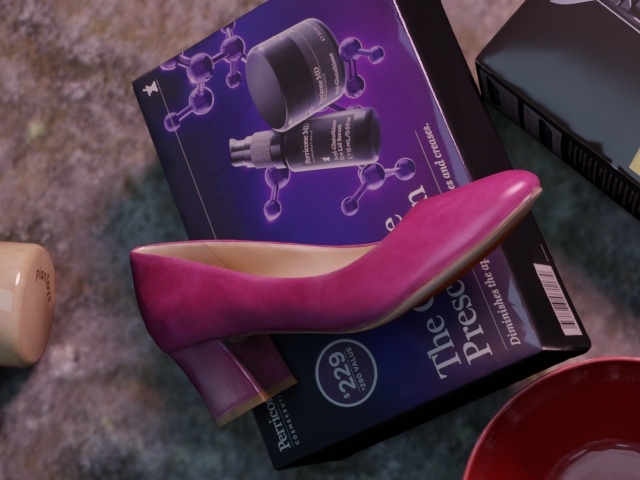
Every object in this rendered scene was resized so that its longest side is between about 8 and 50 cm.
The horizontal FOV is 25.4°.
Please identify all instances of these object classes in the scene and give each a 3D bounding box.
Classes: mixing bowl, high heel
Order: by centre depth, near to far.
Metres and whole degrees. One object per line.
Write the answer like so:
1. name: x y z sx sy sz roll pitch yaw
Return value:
1. high heel: 0.000 0.000 0.773 0.244 0.082 0.117 -35 83 33
2. mixing bowl: 0.175 0.162 0.827 0.181 0.098 0.181 -2 79 10

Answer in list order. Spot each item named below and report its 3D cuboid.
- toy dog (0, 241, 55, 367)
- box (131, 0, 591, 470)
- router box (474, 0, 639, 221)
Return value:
1. toy dog: -0.267 0.127 0.878 0.220 0.161 0.334 -15 77 7
2. box: 0.020 -0.017 0.866 0.184 0.103 0.261 -28 75 24
3. router box: 0.286 -0.142 0.877 0.243 0.081 0.309 41 88 15
